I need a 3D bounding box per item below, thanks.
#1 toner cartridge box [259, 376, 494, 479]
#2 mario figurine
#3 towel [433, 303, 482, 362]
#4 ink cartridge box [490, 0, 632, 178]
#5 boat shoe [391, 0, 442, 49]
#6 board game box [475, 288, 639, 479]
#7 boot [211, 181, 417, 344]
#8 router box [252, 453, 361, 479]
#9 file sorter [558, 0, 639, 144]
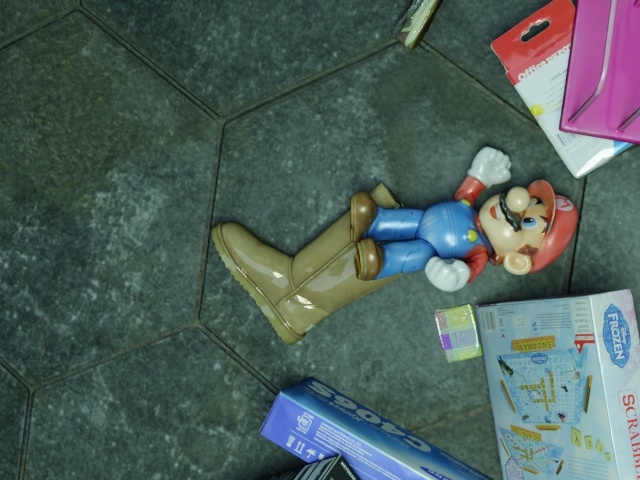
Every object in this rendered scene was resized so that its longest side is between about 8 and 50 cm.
[{"bbox_3d":[0.095,0.325,1.517,0.348,0.165,0.075,28,99,14],"label":"toner cartridge box"},{"bbox_3d":[0.204,-0.034,1.439,0.321,0.170,0.198,-5,90,-6],"label":"mario figurine"},{"bbox_3d":[0.209,0.139,1.558,0.060,0.009,0.083,-15,88,16],"label":"towel"},{"bbox_3d":[0.359,-0.216,1.467,0.134,0.078,0.231,-33,82,14],"label":"ink cartridge box"},{"bbox_3d":[0.156,-0.362,1.538,0.049,0.056,0.152,30,100,9],"label":"boat shoe"},{"bbox_3d":[0.326,0.232,1.372,0.066,0.319,0.318,-7,87,-17],"label":"board game box"},{"bbox_3d":[0.000,0.000,1.584,0.269,0.089,0.236,-37,91,14],"label":"boot"},{"bbox_3d":[0.020,0.472,1.492,0.243,0.081,0.309,-26,104,42],"label":"router box"},{"bbox_3d":[0.483,-0.235,1.321,0.291,0.182,0.202,10,82,1],"label":"file sorter"}]
